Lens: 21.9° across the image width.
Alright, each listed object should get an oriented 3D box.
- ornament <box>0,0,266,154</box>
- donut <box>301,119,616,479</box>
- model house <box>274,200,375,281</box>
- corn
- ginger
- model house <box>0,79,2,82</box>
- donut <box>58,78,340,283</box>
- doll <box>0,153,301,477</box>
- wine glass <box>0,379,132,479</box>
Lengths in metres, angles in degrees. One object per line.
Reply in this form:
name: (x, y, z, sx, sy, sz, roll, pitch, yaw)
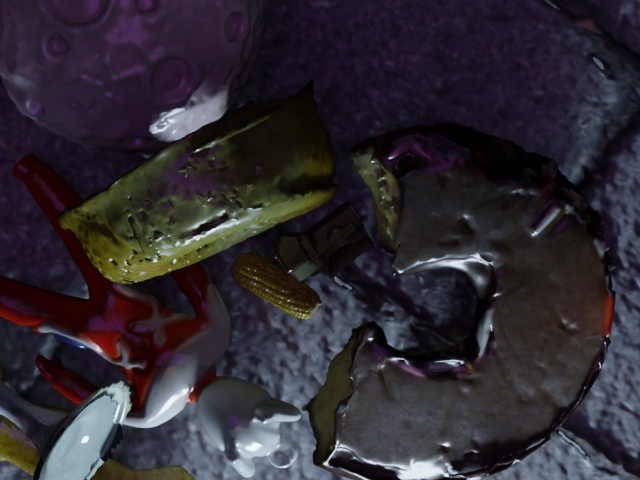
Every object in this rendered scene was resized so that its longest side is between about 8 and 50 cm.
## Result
ornament: (-0.179, -0.203, 1.475, 0.259, 0.225, 0.259, 0, 88, 12)
donut: (0.134, 0.058, 1.504, 0.259, 0.136, 0.345, 5, 108, -12)
model house: (0.000, 0.000, 1.571, 0.083, 0.057, 0.058, -36, 52, 8)
corn: (-0.043, 0.044, 1.587, 0.092, 0.037, 0.037, 31, 96, 3)
ginger: (-0.261, 0.216, 1.604, 0.299, 0.065, 0.118, 30, 83, 0)
model house: (-0.458, -0.224, 1.498, 0.326, 0.244, 0.169, 19, 94, 2)
donut: (-0.096, -0.041, 1.462, 0.272, 0.272, 0.107, -28, 89, 6)
doll: (-0.174, 0.088, 1.578, 0.384, 0.099, 0.188, 40, 98, 7)
wine glass: (-0.335, 0.116, 1.524, 0.321, 0.143, 0.143, 29, 96, 15)
